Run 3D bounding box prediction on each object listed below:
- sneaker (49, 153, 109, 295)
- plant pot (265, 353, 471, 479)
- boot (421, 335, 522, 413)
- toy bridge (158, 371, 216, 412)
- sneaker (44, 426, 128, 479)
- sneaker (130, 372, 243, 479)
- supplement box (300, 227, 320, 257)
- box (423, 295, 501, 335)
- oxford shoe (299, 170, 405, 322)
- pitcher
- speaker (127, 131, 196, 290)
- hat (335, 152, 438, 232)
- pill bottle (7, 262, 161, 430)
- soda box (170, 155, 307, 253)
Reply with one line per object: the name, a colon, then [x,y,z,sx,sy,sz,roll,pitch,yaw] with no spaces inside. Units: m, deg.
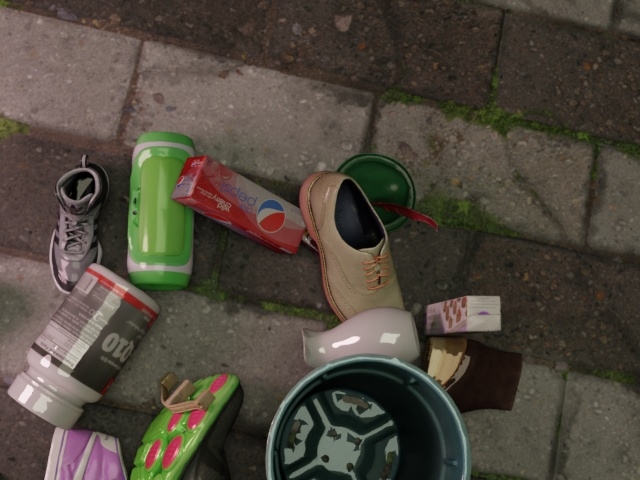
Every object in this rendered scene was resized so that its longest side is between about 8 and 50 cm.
sneaker: [-0.469,-0.033,1.750,0.101,0.153,0.269,7,79,-5]
plant pot: [0.059,0.383,1.649,0.341,0.334,0.341,1,80,-7]
boot: [0.287,0.320,1.816,0.206,0.090,0.249,15,88,-13]
toy bridge: [-0.260,0.290,1.702,0.063,0.188,0.026,-46,115,-21]
sneaker: [-0.434,0.494,1.687,0.161,0.102,0.282,10,79,-8]
sneaker: [-0.240,0.480,1.698,0.202,0.185,0.483,31,67,-36]
supplement box: [0.000,0.000,1.860,0.083,0.043,0.055,35,78,1]
box: [0.260,0.145,1.722,0.067,0.324,0.063,2,83,-8]
oxford shoe: [0.080,0.053,1.778,0.140,0.146,0.397,-31,102,-19]
pitcher: [0.085,0.208,1.750,0.207,0.178,0.126,-12,60,10]
speaker: [-0.309,-0.055,1.790,0.131,0.131,0.297,2,79,-7]
hat: [0.134,-0.110,1.825,0.208,0.183,0.173,17,78,-4]
pill bottle: [-0.440,0.199,1.708,0.161,0.161,0.283,33,78,0]
soda box: [-0.151,-0.066,1.775,0.263,0.083,0.092,29,76,-32]
